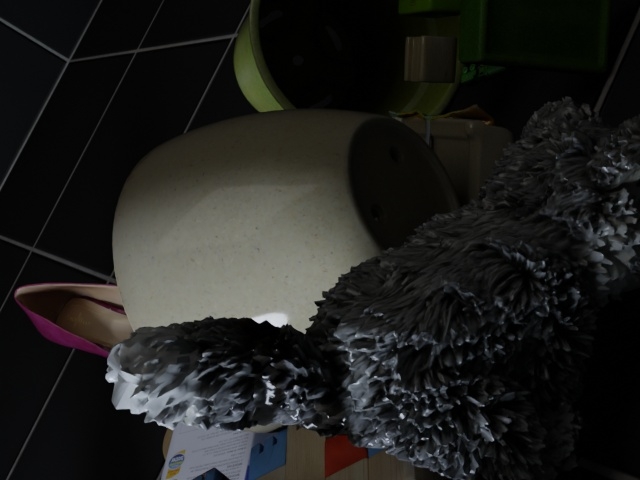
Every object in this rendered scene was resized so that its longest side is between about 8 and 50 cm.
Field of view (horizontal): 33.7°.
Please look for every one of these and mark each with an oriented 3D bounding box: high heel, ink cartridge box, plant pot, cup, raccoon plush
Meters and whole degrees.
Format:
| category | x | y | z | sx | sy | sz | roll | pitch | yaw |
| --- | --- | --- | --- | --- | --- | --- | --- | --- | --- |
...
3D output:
| category | x | y | z | sx | sy | sz | roll | pitch | yaw |
| --- | --- | --- | --- | --- | --- | --- | --- | --- | --- |
| high heel | -0.313 | 0.113 | 1.551 | 0.377 | 0.181 | 0.127 | -16 | 51 | 51 |
| ink cartridge box | -0.108 | 0.227 | 1.260 | 0.186 | 0.065 | 0.311 | -24 | 42 | 45 |
| plant pot | 0.006 | -0.246 | 1.347 | 0.276 | 0.276 | 0.254 | -65 | 19 | -9 |
| cup | 0.000 | 0.000 | 1.044 | 0.237 | 0.331 | 0.331 | -26 | 43 | 38 |
| raccoon plush | 0.095 | 0.014 | 0.789 | 0.216 | 0.446 | 0.299 | 26 | 104 | 44 |

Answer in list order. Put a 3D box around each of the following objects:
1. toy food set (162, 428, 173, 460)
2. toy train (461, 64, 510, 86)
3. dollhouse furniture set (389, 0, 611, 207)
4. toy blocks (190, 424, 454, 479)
| category | x | y | z | sx | sy | sz | roll | pitch | yaw |
| --- | --- | --- | --- | --- | --- | --- | --- | --- | --- |
| toy food set | -0.179 | 0.258 | 1.380 | 0.083 | 0.020 | 0.082 | -51 | 31 | 14 |
| toy train | 0.196 | -0.200 | 1.230 | 0.083 | 0.017 | 0.023 | -16 | 60 | 50 |
| dollhouse furniture set | 0.183 | -0.126 | 1.133 | 0.197 | 0.151 | 0.301 | -160 | 71 | -66 |
| toy blocks | -0.005 | 0.275 | 0.971 | 0.381 | 0.191 | 0.261 | -32 | 29 | 22 |
